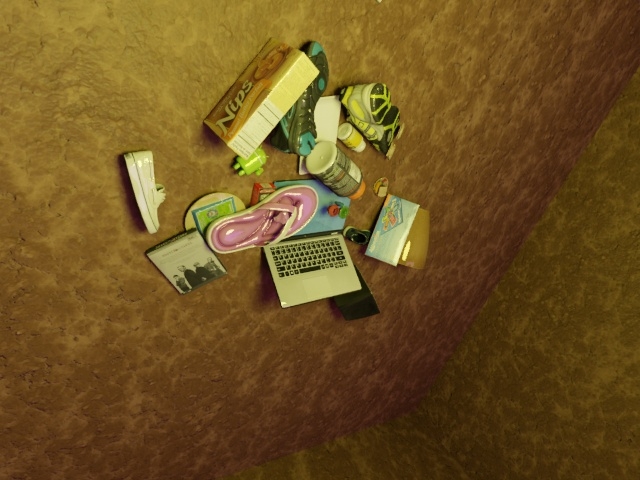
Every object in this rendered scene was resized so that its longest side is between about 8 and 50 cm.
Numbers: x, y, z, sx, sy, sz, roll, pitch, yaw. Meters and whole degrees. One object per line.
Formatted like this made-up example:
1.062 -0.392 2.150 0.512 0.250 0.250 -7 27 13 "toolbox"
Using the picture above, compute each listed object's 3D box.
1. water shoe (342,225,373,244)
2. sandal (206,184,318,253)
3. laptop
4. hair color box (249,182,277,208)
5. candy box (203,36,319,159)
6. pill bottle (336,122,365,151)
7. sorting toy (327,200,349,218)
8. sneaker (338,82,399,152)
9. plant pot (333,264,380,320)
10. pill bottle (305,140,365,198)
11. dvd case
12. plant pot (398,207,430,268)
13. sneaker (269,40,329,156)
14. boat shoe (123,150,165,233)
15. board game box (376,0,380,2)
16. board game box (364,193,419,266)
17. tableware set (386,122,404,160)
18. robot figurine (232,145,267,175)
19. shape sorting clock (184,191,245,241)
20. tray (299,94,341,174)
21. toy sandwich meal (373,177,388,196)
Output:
0.180 -0.005 1.920 0.203 0.080 0.073 13 114 -44 "water shoe"
-0.173 -0.055 1.478 0.416 0.102 0.169 -27 115 -19 "sandal"
0.000 0.000 1.673 0.382 0.408 0.236 -9 161 -34 "laptop"
-0.204 -0.129 1.537 0.072 0.043 0.141 -7 127 -36 "hair color box"
-0.172 -0.401 1.238 0.316 0.183 0.087 -50 138 5 "candy box"
0.113 -0.367 1.586 0.065 0.065 0.116 -52 138 8 "pill bottle"
0.062 -0.119 1.676 0.102 0.042 0.061 6 107 -47 "sorting toy"
0.179 -0.436 1.546 0.145 0.147 0.384 -68 158 -10 "sneaker"
0.150 0.263 2.051 0.167 0.187 0.188 -28 138 1 "plant pot"
0.065 -0.236 1.559 0.130 0.130 0.245 -50 139 5 "pill bottle"
-0.446 0.076 1.493 0.179 0.030 0.239 -26 136 -4 "dvd case"
0.400 -0.030 1.992 0.237 0.237 0.254 9 103 -43 "plant pot"
-0.072 -0.433 1.336 0.125 0.139 0.341 9 95 -59 "sneaker"
-0.489 -0.134 1.264 0.084 0.095 0.258 -18 133 -22 "boat shoe"
0.182 -0.792 1.333 0.090 0.020 0.090 -51 139 6 "board game box"
0.308 -0.045 1.894 0.027 0.145 0.281 30 82 -83 "board game box"
0.285 -0.375 1.677 0.168 0.020 0.141 -38 152 -79 "tableware set"
-0.223 -0.254 1.403 0.115 0.067 0.101 -36 108 -9 "robot figurine"
-0.348 -0.075 1.465 0.206 0.040 0.206 -23 140 -21 "shape sorting clock"
-0.008 -0.364 1.517 0.145 0.030 0.270 -15 131 -29 "tray"
0.257 -0.223 1.845 0.085 0.029 0.086 -22 134 -25 "toy sandwich meal"
